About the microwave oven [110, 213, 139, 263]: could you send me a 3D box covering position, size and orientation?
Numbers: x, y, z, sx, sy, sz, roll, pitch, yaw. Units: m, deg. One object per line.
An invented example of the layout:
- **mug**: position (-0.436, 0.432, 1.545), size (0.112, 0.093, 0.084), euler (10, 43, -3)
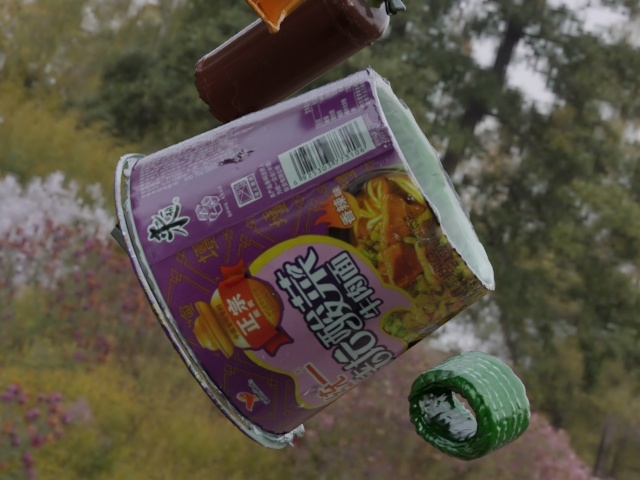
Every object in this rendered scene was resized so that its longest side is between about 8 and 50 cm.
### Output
- **microwave oven**: position (-0.160, 0.007, 1.799), size (0.208, 0.162, 0.122), euler (48, 27, 11)

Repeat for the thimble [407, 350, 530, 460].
- **thimble**: position (0.169, 0.192, 1.508), size (0.090, 0.118, 0.130), euler (-19, -3, -43)

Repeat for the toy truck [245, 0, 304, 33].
- **toy truck**: position (0.014, -0.333, 1.228), size (0.114, 0.270, 0.135), euler (45, 8, -38)

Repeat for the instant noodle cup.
- **instant noodle cup**: position (0.000, 0.000, 1.284), size (0.266, 0.340, 0.340), euler (-29, -20, 11)

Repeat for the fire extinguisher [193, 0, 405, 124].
- **fire extinguisher**: position (-0.013, -0.279, 1.609), size (0.337, 0.147, 0.106), euler (-30, -12, 31)
